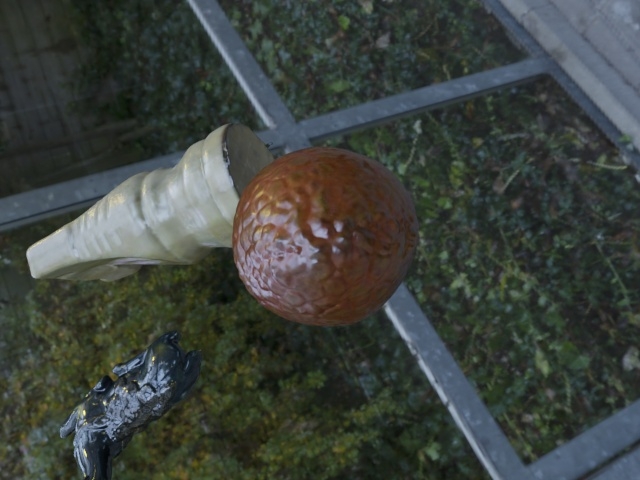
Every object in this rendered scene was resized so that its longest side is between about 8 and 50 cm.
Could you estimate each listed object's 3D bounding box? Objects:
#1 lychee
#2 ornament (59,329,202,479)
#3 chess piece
[{"bbox_3d":[-0.003,-0.002,0.402,0.101,0.114,0.140,38,-172,-18],"label":"lychee"},{"bbox_3d":[-0.192,0.220,0.698,0.080,0.202,0.236,48,-170,-26],"label":"ornament"},{"bbox_3d":[-0.188,-0.017,0.783,0.137,0.301,0.137,51,-153,-40],"label":"chess piece"}]
